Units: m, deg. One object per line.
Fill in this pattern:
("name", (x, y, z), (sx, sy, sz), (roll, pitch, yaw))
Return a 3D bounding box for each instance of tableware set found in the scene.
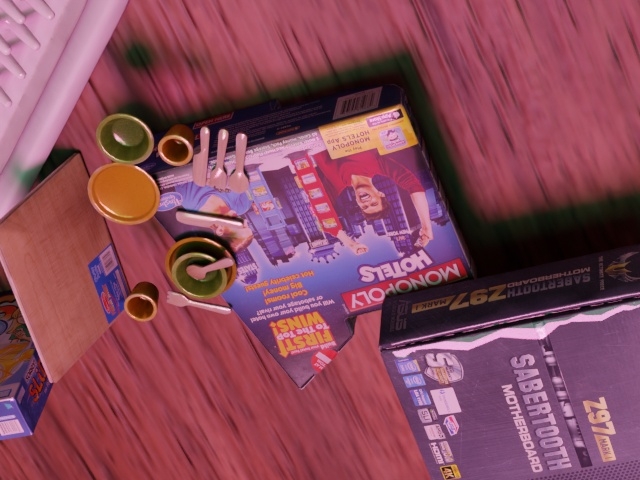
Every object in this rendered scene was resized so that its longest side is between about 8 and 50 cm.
("tableware set", (-0.102, -0.012, 1.139), (0.104, 0.024, 0.154), (10, 126, 3))

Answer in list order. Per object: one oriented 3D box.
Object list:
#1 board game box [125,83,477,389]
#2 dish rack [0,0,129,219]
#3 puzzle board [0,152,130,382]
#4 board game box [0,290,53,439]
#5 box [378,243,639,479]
("board game box", (0.000, 0.000, 1.181), (0.194, 0.060, 0.194), (-14, 121, 18))
("dish rack", (-0.287, -0.078, 1.056), (0.072, 0.333, 0.285), (47, 125, 22))
("puzzle board", (-0.176, 0.019, 1.206), (0.011, 0.096, 0.128), (7, 128, 32))
("board game box", (-0.281, 0.097, 1.249), (0.201, 0.136, 0.035), (-11, 122, 16))
("box", (0.159, 0.123, 1.175), (0.183, 0.059, 0.232), (-13, 124, 14))
